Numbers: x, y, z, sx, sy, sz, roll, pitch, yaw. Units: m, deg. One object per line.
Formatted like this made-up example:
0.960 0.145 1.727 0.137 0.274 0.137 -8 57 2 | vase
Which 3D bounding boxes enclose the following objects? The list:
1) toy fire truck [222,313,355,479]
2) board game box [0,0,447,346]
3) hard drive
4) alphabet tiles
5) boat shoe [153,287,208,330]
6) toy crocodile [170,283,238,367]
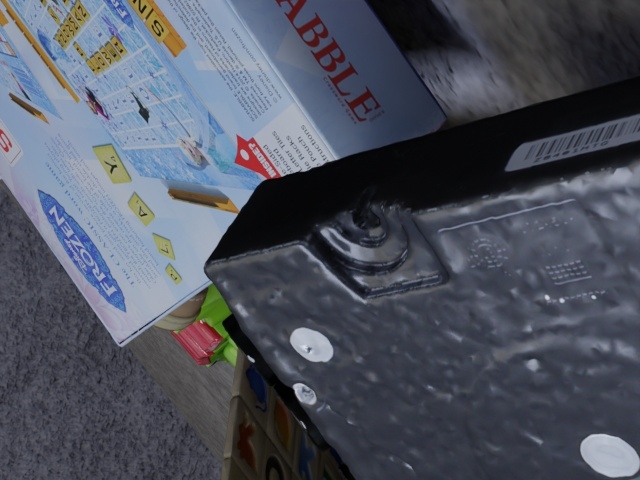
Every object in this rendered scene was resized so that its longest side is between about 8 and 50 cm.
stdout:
0.075 0.106 1.018 0.217 0.158 0.246 54 178 -21 | toy fire truck
-0.119 -0.123 0.826 0.319 0.066 0.318 56 150 -2 | board game box
0.140 0.096 0.613 0.237 0.064 0.339 -14 121 40 | hard drive
-0.018 0.212 1.394 0.285 0.011 0.342 59 -153 -44 | alphabet tiles
-0.195 -0.078 1.381 0.341 0.110 0.121 53 -160 0 | boat shoe
-0.107 0.073 1.604 0.115 0.105 0.340 48 169 4 | toy crocodile
